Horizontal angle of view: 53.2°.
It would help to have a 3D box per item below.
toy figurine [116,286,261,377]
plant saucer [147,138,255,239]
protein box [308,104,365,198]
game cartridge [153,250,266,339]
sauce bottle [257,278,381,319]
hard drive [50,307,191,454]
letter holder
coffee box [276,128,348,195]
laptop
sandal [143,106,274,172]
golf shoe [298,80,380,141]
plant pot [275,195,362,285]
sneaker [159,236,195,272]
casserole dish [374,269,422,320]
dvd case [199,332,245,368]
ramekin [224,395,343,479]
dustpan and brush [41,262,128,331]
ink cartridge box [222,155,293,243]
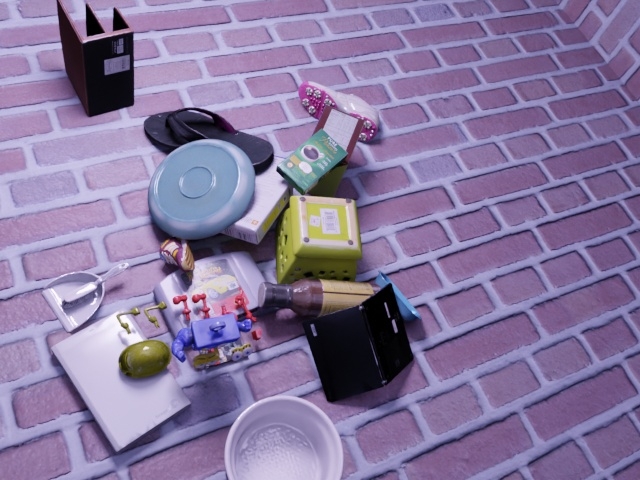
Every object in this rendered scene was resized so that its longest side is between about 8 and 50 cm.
[{"bbox_3d":[-0.298,0.206,1.539,0.362,0.217,0.191,-7,77,-24],"label":"toy figurine"},{"bbox_3d":[-0.338,-0.155,1.772,0.317,0.044,0.317,-5,65,11],"label":"plant saucer"},{"bbox_3d":[0.026,-0.271,1.997,0.136,0.200,0.201,22,56,-1],"label":"protein box"},{"bbox_3d":[-0.291,0.141,1.740,0.294,0.060,0.196,-21,63,-26],"label":"game cartridge"},{"bbox_3d":[0.001,0.158,1.755,0.344,0.111,0.111,7,57,-21],"label":"sauce bottle"},{"bbox_3d":[-0.488,0.336,1.568,0.203,0.040,0.307,-30,70,-29],"label":"hard drive"},{"bbox_3d":[-0.674,-0.565,1.918,0.152,0.302,0.214,-24,67,-27],"label":"letter holder"},{"bbox_3d":[-0.023,-0.223,1.821,0.113,0.040,0.184,43,70,9],"label":"coffee box"},{"bbox_3d":[0.110,0.272,1.726,0.264,0.136,0.234,-28,104,-51],"label":"laptop"},{"bbox_3d":[-0.339,-0.332,1.928,0.446,0.107,0.167,19,50,19],"label":"sandal"},{"bbox_3d":[0.069,-0.458,2.195,0.306,0.115,0.140,32,45,-3],"label":"golf shoe"},{"bbox_3d":[0.000,0.000,1.818,0.227,0.207,0.228,4,57,-13],"label":"plant pot"},{"bbox_3d":[-0.391,0.044,1.727,0.084,0.069,0.185,-21,24,-5],"label":"sneaker"},{"bbox_3d":[0.218,0.167,1.846,0.037,0.114,0.188,-41,74,9],"label":"casserole dish"},{"bbox_3d":[-0.259,0.282,1.683,0.119,0.013,0.087,-14,64,-22],"label":"dvd case"},{"bbox_3d":[-0.095,0.521,1.507,0.277,0.135,0.277,8,57,-11],"label":"ramekin"},{"bbox_3d":[-0.594,0.122,1.658,0.211,0.060,0.147,-31,71,-29],"label":"dustpan and brush"},{"bbox_3d":[-0.245,-0.146,1.864,0.303,0.072,0.307,16,47,20],"label":"ink cartridge box"}]
